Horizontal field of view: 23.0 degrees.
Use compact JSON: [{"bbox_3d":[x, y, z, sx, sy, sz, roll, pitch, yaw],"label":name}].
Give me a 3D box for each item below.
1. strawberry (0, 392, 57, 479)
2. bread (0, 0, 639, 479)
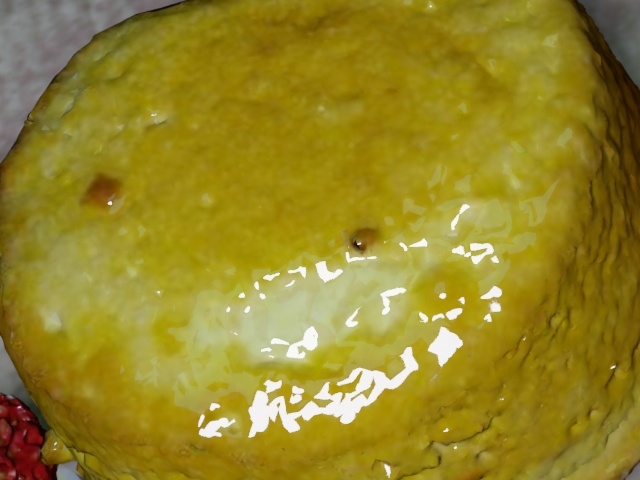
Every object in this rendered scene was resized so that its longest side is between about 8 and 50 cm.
[{"bbox_3d":[-0.174,0.160,0.809,0.082,0.121,0.188,1,55,18],"label":"strawberry"},{"bbox_3d":[-0.003,0.002,0.794,0.358,0.204,0.337,-20,47,12],"label":"bread"}]
